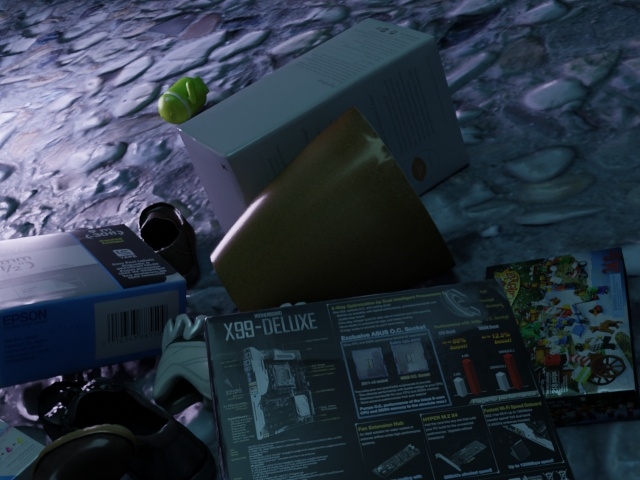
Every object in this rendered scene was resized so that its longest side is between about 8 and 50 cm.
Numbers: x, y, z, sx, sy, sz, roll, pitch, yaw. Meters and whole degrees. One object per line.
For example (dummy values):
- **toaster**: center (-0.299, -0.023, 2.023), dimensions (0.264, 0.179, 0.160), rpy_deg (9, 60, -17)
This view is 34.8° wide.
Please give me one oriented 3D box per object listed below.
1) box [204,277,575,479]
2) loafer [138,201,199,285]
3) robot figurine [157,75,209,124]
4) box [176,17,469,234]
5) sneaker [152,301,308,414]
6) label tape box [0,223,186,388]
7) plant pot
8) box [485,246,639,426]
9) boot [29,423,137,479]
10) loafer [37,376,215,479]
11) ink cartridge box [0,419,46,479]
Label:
- **box**: center (0.054, 0.168, 0.965), dimensions (0.307, 0.076, 0.242), rpy_deg (-8, 51, -8)
- **loafer**: center (-0.231, -0.010, 1.532), dimensions (0.080, 0.078, 0.220), rpy_deg (-26, 33, -7)
- **robot figurine**: center (-0.262, -0.265, 1.938), dimensions (0.101, 0.067, 0.115), rpy_deg (-13, 29, 47)
- **box**: center (0.010, -0.135, 1.454), dimensions (0.345, 0.215, 0.168), rpy_deg (-32, 34, -18)
- **sneaker**: center (-0.074, 0.149, 1.198), dimensions (0.292, 0.110, 0.118), rpy_deg (-10, 41, 32)
- **label tape box**: center (-0.366, 0.058, 1.404), dimensions (0.249, 0.115, 0.348), rpy_deg (-10, 26, -29)
- **plant pot**: center (0.000, 0.000, 1.280), dimensions (0.254, 0.237, 0.237), rpy_deg (-33, 32, 3)
- **box**: center (0.258, 0.104, 1.114), dimensions (0.159, 0.044, 0.233), rpy_deg (-9, 34, 18)
- **boot**: center (-0.275, 0.322, 1.033), dimensions (0.248, 0.090, 0.207), rpy_deg (-38, 36, 12)
- **loafer**: center (-0.242, 0.207, 1.201), dimensions (0.302, 0.095, 0.109), rpy_deg (14, 46, 43)
- **ink cartridge box**: center (-0.400, 0.275, 1.224), dimensions (0.181, 0.061, 0.104), rpy_deg (13, 45, 43)
